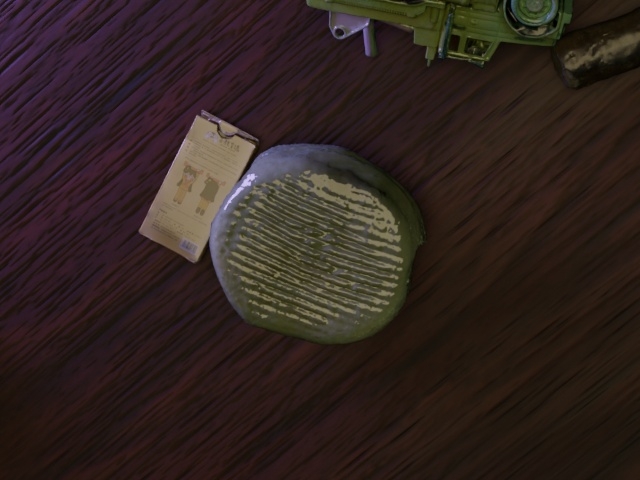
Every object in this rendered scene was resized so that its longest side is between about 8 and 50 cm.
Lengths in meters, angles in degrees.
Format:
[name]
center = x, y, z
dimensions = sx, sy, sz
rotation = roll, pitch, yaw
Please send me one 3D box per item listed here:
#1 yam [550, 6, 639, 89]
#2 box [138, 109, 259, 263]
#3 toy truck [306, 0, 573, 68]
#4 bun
[yam]
center = 0.361, -0.223, 1.637
dimensions = 0.274, 0.061, 0.061
rotation = -23, 92, 8
[box]
center = -0.127, -0.057, 1.737
dimensions = 0.073, 0.020, 0.149
rotation = 29, 99, 5
[toy truck]
center = 0.120, -0.239, 1.649
dimensions = 0.259, 0.128, 0.135
rotation = 7, 122, 5
[bun]
center = -0.003, -0.001, 1.684
dimensions = 0.221, 0.108, 0.221
rotation = 2, 104, 8
